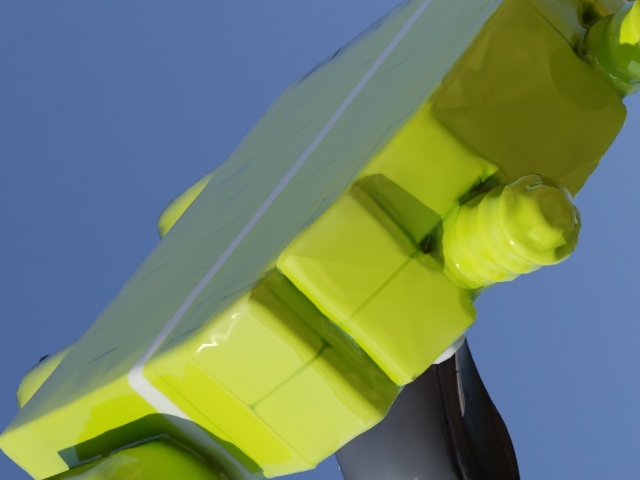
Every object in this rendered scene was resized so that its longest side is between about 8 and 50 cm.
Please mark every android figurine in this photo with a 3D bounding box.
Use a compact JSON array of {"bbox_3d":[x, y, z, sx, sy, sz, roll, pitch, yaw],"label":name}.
[{"bbox_3d":[0.000,0.000,0.465,0.056,0.273,0.248,44,-121,-12],"label":"android figurine"}]

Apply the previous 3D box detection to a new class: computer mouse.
[{"bbox_3d":[0.007,0.079,0.927,0.060,0.184,0.262,15,-123,-52],"label":"computer mouse"}]
